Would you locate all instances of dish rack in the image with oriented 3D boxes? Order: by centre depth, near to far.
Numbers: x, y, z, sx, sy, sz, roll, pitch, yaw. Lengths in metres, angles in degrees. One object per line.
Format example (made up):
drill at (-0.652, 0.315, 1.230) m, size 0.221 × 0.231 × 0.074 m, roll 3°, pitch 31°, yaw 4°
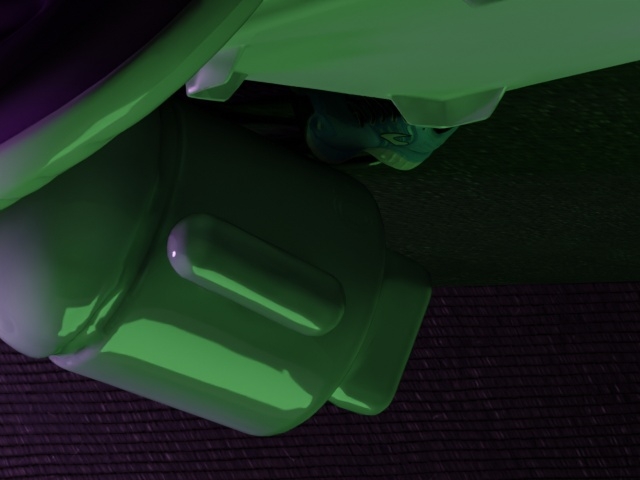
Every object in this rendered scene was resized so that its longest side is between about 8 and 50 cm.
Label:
dish rack at (0.078, -0.118, 0.818) m, size 0.285 × 0.072 × 0.332 m, roll 4°, pitch 170°, yaw -42°

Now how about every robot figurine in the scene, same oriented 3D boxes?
robot figurine at (-0.097, 0.011, 1.135) m, size 0.353 × 0.200 × 0.300 m, roll 23°, pitch 171°, yaw -27°

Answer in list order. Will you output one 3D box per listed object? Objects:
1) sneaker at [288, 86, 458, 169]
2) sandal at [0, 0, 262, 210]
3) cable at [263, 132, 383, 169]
sneaker at (0.042, -0.094, 1.160) m, size 0.073 × 0.063 × 0.162 m, roll -30°, pitch 161°, yaw 36°
sandal at (-0.178, -0.091, 0.770) m, size 0.416 × 0.169 × 0.102 m, roll -9°, pitch 132°, yaw 50°
cable at (-0.066, -0.081, 1.305) m, size 0.287 × 0.072 × 0.139 m, roll -13°, pitch 167°, yaw -14°
